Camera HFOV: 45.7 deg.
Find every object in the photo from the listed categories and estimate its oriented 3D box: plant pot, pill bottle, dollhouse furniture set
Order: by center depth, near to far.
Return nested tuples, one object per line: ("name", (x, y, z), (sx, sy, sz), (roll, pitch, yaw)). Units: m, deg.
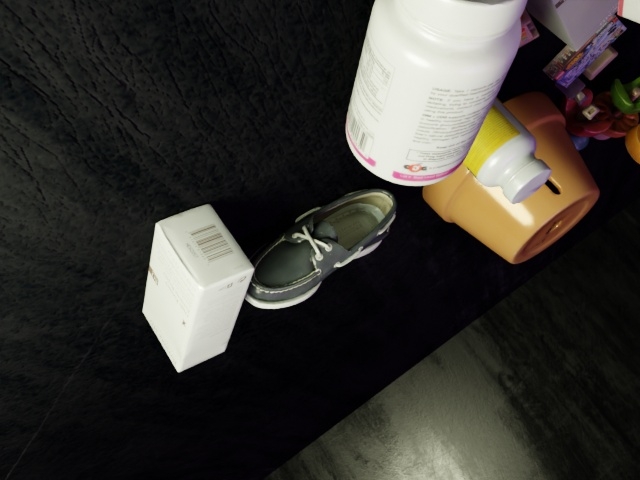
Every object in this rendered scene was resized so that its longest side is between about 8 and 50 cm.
("pill bottle", (0.126, -0.201, 0.848), (0.160, 0.160, 0.283), (-28, 158, -22))
("pill bottle", (0.254, -0.145, 1.130), (0.103, 0.184, 0.103), (-31, 158, -14))
("dollhouse furniture set", (0.497, -0.289, 1.374), (0.114, 0.091, 0.081), (-46, 173, 15))
("plant pot", (0.362, -0.097, 1.381), (0.291, 0.203, 0.291), (-32, 158, -14))

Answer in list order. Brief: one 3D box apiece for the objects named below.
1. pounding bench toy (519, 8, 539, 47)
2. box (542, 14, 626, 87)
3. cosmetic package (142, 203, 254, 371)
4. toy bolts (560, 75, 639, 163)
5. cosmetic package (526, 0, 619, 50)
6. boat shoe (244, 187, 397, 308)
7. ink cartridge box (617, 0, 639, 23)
("pounding bench toy", (0.233, -0.279, 0.997), (0.083, 0.052, 0.065), (-28, 163, 22))
("box", (0.444, -0.322, 1.276), (0.137, 0.027, 0.094), (-46, 158, 24))
("cosmetic package", (-0.171, 0.069, 1.018), (0.085, 0.117, 0.231), (-22, 154, -32))
("toy bolts", (0.556, -0.200, 1.504), (0.228, 0.218, 0.158), (-9, 157, -18))
("cosmetic package", (0.304, -0.338, 0.921), (0.127, 0.107, 0.238), (-47, 154, 17))
("boat shoe", (0.000, 0.000, 1.160), (0.302, 0.114, 0.091), (-35, 164, -39))
("ink cartridge box", (0.448, -0.401, 0.837), (0.283, 0.117, 0.207), (-61, 156, -6))
